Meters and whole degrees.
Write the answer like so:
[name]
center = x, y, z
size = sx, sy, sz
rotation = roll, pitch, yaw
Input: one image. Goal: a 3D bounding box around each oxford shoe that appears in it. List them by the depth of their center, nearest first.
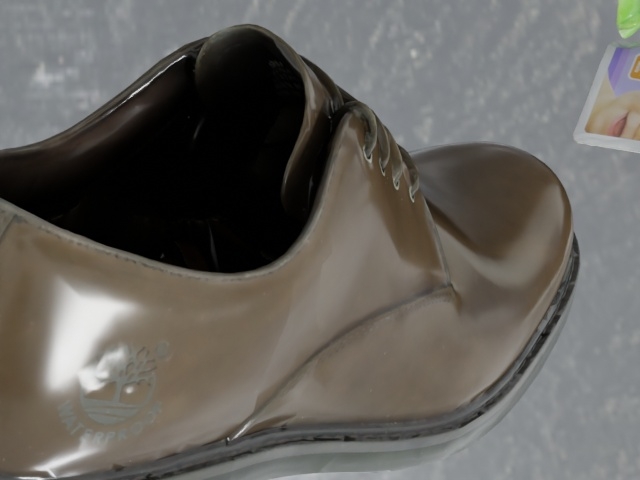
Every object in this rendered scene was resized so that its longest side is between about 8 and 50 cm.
[oxford shoe]
center = 0.000, 0.000, 0.418
size = 0.227, 0.083, 0.096
rotation = -18, 132, -53

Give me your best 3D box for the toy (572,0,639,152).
[toy]
center = 0.219, -0.078, 0.663
size = 0.237, 0.137, 0.056
rotation = 12, 153, 26
